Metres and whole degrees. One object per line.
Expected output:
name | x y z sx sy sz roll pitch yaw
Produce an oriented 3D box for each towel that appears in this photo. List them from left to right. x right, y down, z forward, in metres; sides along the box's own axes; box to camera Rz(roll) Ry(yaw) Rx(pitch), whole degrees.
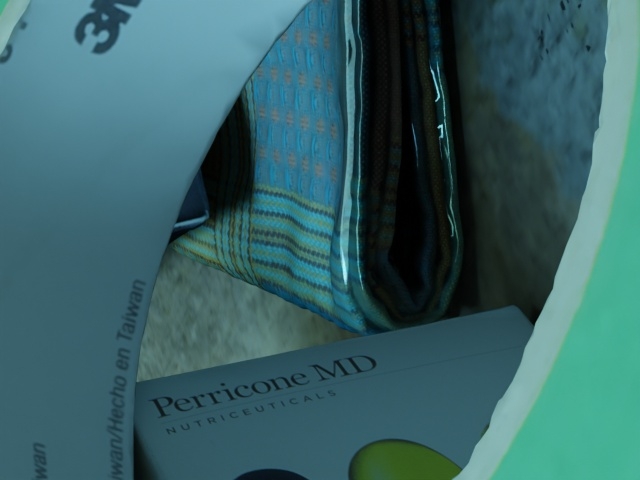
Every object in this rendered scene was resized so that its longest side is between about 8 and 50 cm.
towel | -0.049 -0.117 0.775 0.370 0.040 0.272 -163 67 -66

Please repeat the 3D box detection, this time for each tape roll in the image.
tape roll | 0.000 0.000 0.447 0.321 0.077 0.321 -26 53 40

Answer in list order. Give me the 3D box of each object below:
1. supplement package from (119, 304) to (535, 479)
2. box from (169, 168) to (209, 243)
supplement package | 0.042 0.148 0.528 0.244 0.139 0.134 -127 33 -47
box | -0.190 -0.108 0.842 0.294 0.182 0.296 153 105 -70
